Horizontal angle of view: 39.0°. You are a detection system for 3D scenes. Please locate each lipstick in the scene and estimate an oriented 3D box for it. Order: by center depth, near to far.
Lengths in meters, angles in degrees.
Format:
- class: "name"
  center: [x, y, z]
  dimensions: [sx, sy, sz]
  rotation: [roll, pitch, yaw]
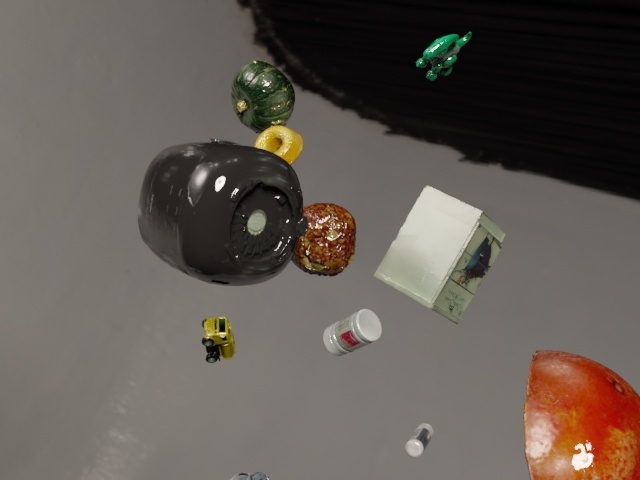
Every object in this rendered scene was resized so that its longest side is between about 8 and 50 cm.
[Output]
- class: "lipstick"
  center: [0.211, 0.425, 1.923]
  dimensions: [0.141, 0.040, 0.040]
  rotation: [-9, 111, -74]

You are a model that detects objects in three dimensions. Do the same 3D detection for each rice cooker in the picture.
- class: "rice cooker"
  center: [-0.161, -0.048, 1.539]
  dimensions: [0.267, 0.224, 0.267]
  rotation: [-12, 108, -42]

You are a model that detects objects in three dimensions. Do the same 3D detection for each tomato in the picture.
- class: "tomato"
  center: [0.432, 0.324, 1.352]
  dimensions: [0.338, 0.144, 0.338]
  rotation: [30, 51, -45]

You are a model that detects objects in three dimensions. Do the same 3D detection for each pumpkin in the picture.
- class: "pumpkin"
  center: [-0.149, -0.362, 2.310]
  dimensions: [0.146, 0.190, 0.190]
  rotation: [-45, 140, -18]

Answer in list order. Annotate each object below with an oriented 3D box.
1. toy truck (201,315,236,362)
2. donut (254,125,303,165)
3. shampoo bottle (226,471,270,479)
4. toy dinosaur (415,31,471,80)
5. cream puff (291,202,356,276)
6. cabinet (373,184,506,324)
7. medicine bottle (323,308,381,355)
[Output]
- class: "toy truck"
  center: [-0.182, 0.174, 1.604]
  dimensions: [0.083, 0.054, 0.049]
  rotation: [85, -1, -46]
- class: "donut"
  center: [-0.088, -0.195, 1.859]
  dimensions: [0.043, 0.108, 0.097]
  rotation: [44, 70, -49]
- class: "shampoo bottle"
  center: [-0.138, 0.412, 1.429]
  dimensions: [0.072, 0.072, 0.214]
  rotation: [-49, -177, -38]
- class: "toy dinosaur"
  center: [0.230, -0.349, 1.662]
  dimensions: [0.132, 0.059, 0.096]
  rotation: [-34, 170, -28]
- class: "cream puff"
  center: [0.000, 0.000, 1.709]
  dimensions: [0.084, 0.149, 0.149]
  rotation: [-22, 122, -77]
- class: "cabinet"
  center: [0.239, 0.029, 1.758]
  dimensions: [0.206, 0.150, 0.145]
  rotation: [-60, 146, 0]
- class: "medicine bottle"
  center: [0.054, 0.158, 1.542]
  dimensions: [0.058, 0.091, 0.058]
  rotation: [22, 54, -33]
